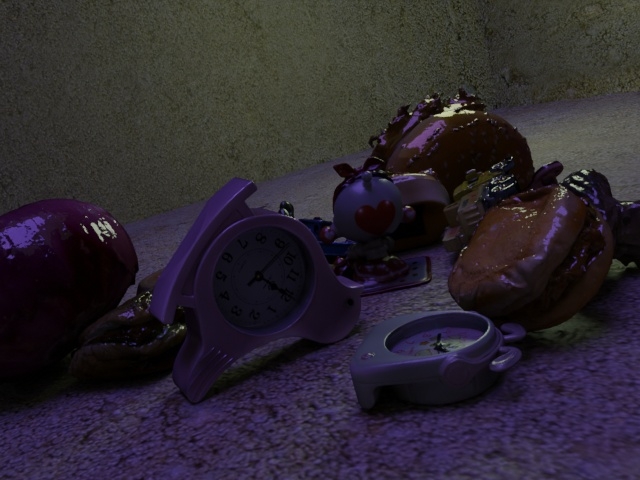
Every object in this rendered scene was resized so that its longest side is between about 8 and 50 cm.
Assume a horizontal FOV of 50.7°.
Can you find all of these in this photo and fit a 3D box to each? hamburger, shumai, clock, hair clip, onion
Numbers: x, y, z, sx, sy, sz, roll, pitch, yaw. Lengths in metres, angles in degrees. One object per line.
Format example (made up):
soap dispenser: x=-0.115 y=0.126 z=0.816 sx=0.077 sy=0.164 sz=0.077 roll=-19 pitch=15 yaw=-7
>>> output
hamburger: x=0.262 y=0.023 z=0.854 sx=0.214 sy=0.108 sz=0.214 roll=-43 pitch=19 yaw=19
hamburger: x=-0.295 y=0.159 z=1.087 sx=0.206 sy=0.130 sz=0.183 roll=-29 pitch=3 yaw=29
shumai: x=0.405 y=-0.012 z=0.964 sx=0.153 sy=0.161 sz=0.209 roll=8 pitch=22 yaw=-2
clock: x=0.139 y=0.133 z=0.779 sx=0.191 sy=0.062 sz=0.151 roll=-8 pitch=13 yaw=24
hair clip: x=0.492 y=-0.095 z=1.448 sx=0.123 sy=0.102 sz=0.138 roll=-16 pitch=-20 yaw=-14
onion: x=-0.513 y=0.076 z=1.162 sx=0.345 sy=0.358 sz=0.358 roll=23 pitch=18 yaw=4
clock: x=-0.098 y=0.102 z=0.959 sx=0.290 sy=0.275 sz=0.080 roll=-55 pitch=25 yaw=-8
hamburger: x=0.283 y=-0.198 z=1.570 sx=0.445 sy=0.287 sz=0.268 roll=-21 pitch=16 yaw=-16
hamburger: x=0.160 y=-0.061 z=1.371 sx=0.210 sy=0.173 sz=0.116 roll=-14 pitch=37 yaw=6

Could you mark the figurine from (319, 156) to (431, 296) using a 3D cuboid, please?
figurine: x=0.083 y=-0.034 z=1.199 sx=0.183 sy=0.226 sz=0.160 roll=-12 pitch=14 yaw=11

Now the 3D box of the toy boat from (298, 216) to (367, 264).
toy boat: x=0.000 y=0.000 z=1.369 sx=0.223 sy=0.097 sz=0.100 roll=5 pitch=-1 yaw=30

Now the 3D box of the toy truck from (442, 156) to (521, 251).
toy truck: x=0.309 y=-0.052 z=1.272 sx=0.157 sy=0.124 sz=0.272 roll=-21 pitch=13 yaw=21

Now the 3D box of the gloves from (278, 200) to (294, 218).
gloves: x=-0.114 y=0.013 z=1.501 sx=0.135 sy=0.107 sz=0.268 roll=-3 pitch=34 yaw=26

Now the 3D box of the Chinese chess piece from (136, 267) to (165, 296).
Chinese chess piece: x=-0.224 y=0.095 z=1.282 sx=0.251 sy=0.097 sz=0.251 roll=-14 pitch=12 yaw=3
